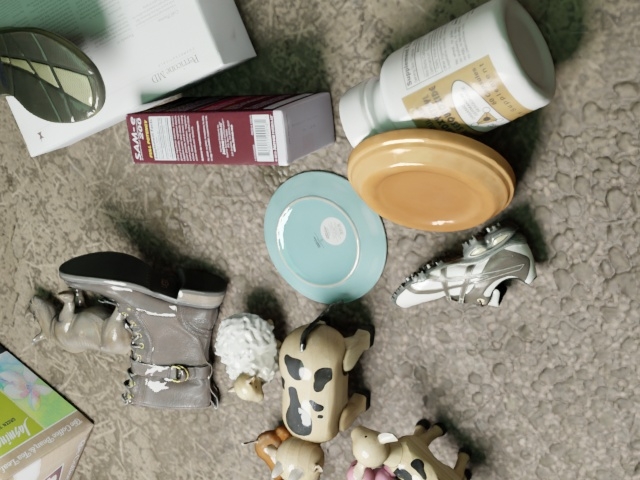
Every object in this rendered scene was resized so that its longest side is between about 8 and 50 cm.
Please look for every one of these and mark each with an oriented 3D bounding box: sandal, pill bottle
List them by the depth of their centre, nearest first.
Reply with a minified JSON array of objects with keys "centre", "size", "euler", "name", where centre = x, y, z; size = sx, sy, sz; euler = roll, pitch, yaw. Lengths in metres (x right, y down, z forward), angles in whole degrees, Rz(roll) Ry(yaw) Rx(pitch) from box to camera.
[{"centre":[0.141,-0.174,1.190],"size":[0.229,0.131,0.131],"euler":[-23,94,33],"name":"pill bottle"},{"centre":[-0.384,-0.239,1.386],"size":[0.303,0.086,0.120],"euler":[20,123,39],"name":"sandal"}]

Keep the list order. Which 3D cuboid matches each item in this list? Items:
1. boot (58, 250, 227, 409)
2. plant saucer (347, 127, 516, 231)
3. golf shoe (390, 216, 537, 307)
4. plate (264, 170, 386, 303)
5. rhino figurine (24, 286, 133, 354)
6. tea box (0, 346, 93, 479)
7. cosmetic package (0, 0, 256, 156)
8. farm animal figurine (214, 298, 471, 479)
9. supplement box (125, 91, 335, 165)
[{"centre":[-0.263,0.146,1.512],"size":[0.263,0.091,0.229],"euler":[12,114,-4],"name":"boot"},{"centre":[0.128,-0.062,1.215],"size":[0.200,0.037,0.200],"euler":[9,153,5],"name":"plant saucer"},{"centre":[0.176,0.054,1.282],"size":[0.198,0.077,0.094],"euler":[-31,90,34],"name":"golf shoe"},{"centre":[0.000,0.000,1.392],"size":[0.188,0.024,0.188],"euler":[10,111,27],"name":"plate"},{"centre":[-0.381,0.126,1.620],"size":[0.243,0.073,0.106],"euler":[-1,103,31],"name":"rhino figurine"},{"centre":[-0.607,0.371,1.740],"size":[0.323,0.220,0.329],"euler":[34,120,14],"name":"tea box"},{"centre":[-0.303,-0.309,1.413],"size":[0.377,0.097,0.284],"euler":[-18,96,33],"name":"cosmetic package"},{"centre":[0.016,0.250,1.379],"size":[0.330,0.172,0.326],"euler":[-7,103,31],"name":"farm animal figurine"},{"centre":[-0.117,-0.145,1.345],"size":[0.239,0.130,0.073],"euler":[3,109,29],"name":"supplement box"}]
